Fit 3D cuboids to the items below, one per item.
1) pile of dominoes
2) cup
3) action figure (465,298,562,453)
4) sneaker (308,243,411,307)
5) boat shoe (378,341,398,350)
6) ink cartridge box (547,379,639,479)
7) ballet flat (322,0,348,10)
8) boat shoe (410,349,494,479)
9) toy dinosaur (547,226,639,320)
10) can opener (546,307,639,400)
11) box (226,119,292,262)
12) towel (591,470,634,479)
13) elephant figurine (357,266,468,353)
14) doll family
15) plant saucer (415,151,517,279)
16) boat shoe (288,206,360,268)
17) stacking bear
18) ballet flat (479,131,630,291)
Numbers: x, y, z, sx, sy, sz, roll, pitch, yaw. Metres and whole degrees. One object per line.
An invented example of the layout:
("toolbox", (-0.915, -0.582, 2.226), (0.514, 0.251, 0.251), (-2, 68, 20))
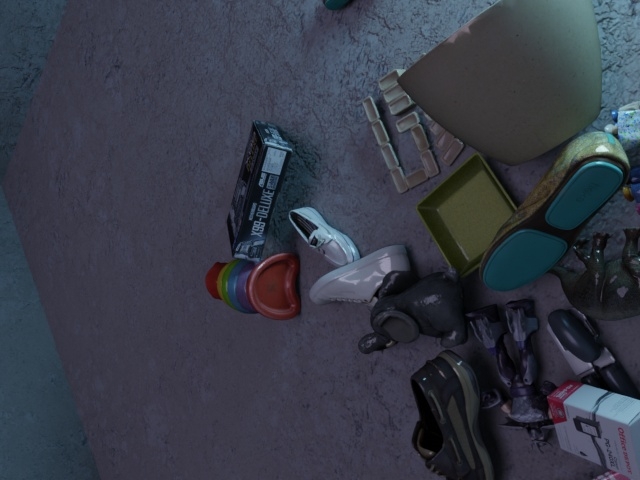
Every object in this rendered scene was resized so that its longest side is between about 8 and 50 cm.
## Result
("pile of dominoes", (0.207, -0.252, 1.314), (0.196, 0.040, 0.251), (-26, 83, 42))
("cup", (0.330, -0.268, 1.019), (0.331, 0.331, 0.237), (-29, 97, 42))
("action figure", (0.370, 0.257, 1.130), (0.185, 0.099, 0.284), (-20, 82, 37))
("sneaker", (0.087, 0.117, 1.388), (0.290, 0.106, 0.123), (-30, 69, 40))
("boat shoe", (0.169, 0.195, 1.355), (0.152, 0.056, 0.049), (-42, 59, 27))
("ink cartridge box", (0.456, 0.302, 0.974), (0.150, 0.063, 0.109), (6, 118, 61))
("ballet flat", (0.083, -0.600, 1.377), (0.206, 0.073, 0.067), (-12, 70, 41))
("boat shoe", (0.242, 0.391, 1.190), (0.132, 0.130, 0.355), (-161, 58, -70))
("toy dinosaur", (0.482, 0.069, 0.992), (0.314, 0.121, 0.160), (-4, 77, 40))
("can opener", (0.474, 0.245, 1.025), (0.076, 0.095, 0.283), (-44, 63, 37))
("box", (-0.165, -0.134, 1.567), (0.242, 0.077, 0.307), (-115, 40, -62))
("towel", (0.509, 0.451, 1.001), (0.144, 0.029, 0.197), (48, 118, 5))
("elephant figurine", (0.170, 0.148, 1.219), (0.240, 0.169, 0.185), (-5, 90, 17))
("doll family", (0.541, -0.132, 0.919), (0.163, 0.118, 0.262), (-19, 80, 44))
("plant saucer", (0.305, -0.047, 1.207), (0.188, 0.045, 0.188), (-44, 63, 37))
("boat shoe", (0.000, 0.000, 1.487), (0.226, 0.076, 0.083), (42, 120, 35))
("stacking bear", (-0.209, 0.119, 1.652), (0.289, 0.164, 0.175), (1, 94, 49))
("ballet flat", (0.387, -0.044, 1.027), (0.123, 0.123, 0.348), (57, 144, 26))
